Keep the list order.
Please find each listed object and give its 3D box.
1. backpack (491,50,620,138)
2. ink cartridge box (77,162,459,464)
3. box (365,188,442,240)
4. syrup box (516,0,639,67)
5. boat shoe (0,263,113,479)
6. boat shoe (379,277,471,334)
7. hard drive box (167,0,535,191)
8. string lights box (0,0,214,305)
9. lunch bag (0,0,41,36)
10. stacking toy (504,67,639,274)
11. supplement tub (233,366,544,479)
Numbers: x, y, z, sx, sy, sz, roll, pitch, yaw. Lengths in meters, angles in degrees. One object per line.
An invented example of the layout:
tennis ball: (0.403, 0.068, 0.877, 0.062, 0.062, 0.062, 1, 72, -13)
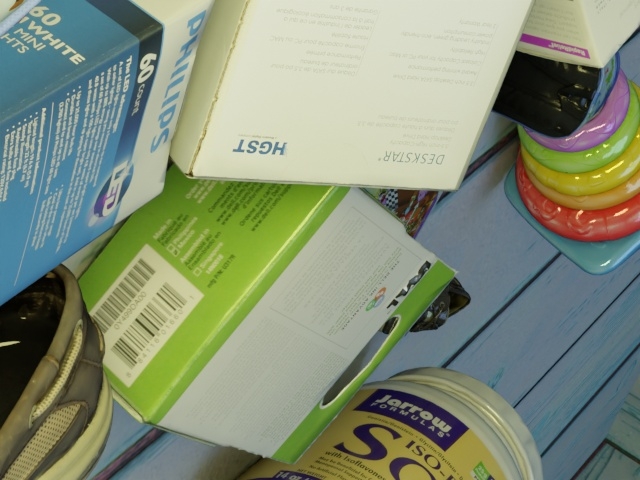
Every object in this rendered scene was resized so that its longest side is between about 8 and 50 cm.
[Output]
backpack: (0.188, -0.146, 1.555, 0.084, 0.114, 0.105, -30, 148, -57)
ink cartridge box: (-0.034, 0.037, 1.212, 0.189, 0.097, 0.255, -50, 157, 2)
box: (0.000, 0.000, 1.395, 0.201, 0.057, 0.293, -61, 163, 8)
syrup box: (0.132, -0.226, 1.132, 0.093, 0.096, 0.237, -48, 137, -25)
boat shoe: (-0.229, 0.126, 0.907, 0.355, 0.132, 0.130, -53, 155, -45)
boat shoe: (0.103, 0.061, 1.811, 0.152, 0.049, 0.056, -29, 148, -57)
hard drive box: (0.022, -0.147, 0.977, 0.181, 0.089, 0.232, 2, 120, -36)
string lights box: (-0.162, -0.032, 0.845, 0.260, 0.077, 0.133, -39, 156, -46)
lunch bag: (-0.100, -0.213, 0.634, 0.303, 0.115, 0.243, -50, 160, -26)
stacking toy: (0.242, -0.114, 1.755, 0.175, 0.166, 0.302, -42, 151, -2)
supplement tub: (0.043, 0.271, 1.697, 0.331, 0.241, 0.241, -35, 153, -53)
